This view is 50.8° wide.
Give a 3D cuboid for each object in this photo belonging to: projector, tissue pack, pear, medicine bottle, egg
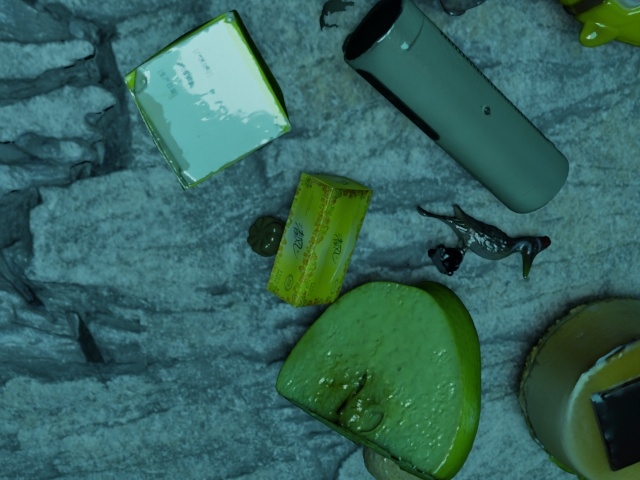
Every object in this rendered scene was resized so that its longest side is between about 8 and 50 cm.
[{"bbox_3d":[0.183,-0.168,0.870,0.337,0.108,0.108,36,101,-25],"label":"projector"},{"bbox_3d":[0.000,0.000,0.930,0.095,0.062,0.176,0,114,-51],"label":"tissue pack"},{"bbox_3d":[0.110,0.181,0.959,0.292,0.292,0.159,-41,148,7],"label":"pear"},{"bbox_3d":[-0.125,-0.178,0.788,0.141,0.250,0.137,-30,110,6],"label":"medicine bottle"},{"bbox_3d":[0.134,0.331,1.049,0.140,0.116,0.118,-2,136,18],"label":"egg"}]

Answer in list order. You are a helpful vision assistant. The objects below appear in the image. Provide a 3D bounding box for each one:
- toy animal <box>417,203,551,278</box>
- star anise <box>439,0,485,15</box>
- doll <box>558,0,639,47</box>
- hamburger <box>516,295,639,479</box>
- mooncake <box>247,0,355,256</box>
[{"bbox_3d":[0.238,0.002,0.980,0.202,0.070,0.105,3,88,-3],"label":"toy animal"},{"bbox_3d":[0.100,-0.352,0.796,0.258,0.198,0.110,4,129,-21],"label":"star anise"},{"bbox_3d":[0.396,-0.322,0.854,0.363,0.145,0.199,20,92,-17],"label":"doll"},{"bbox_3d":[0.446,0.229,1.021,0.302,0.170,0.302,-2,103,-7],"label":"hamburger"},{"bbox_3d":[-0.020,-0.141,0.910,0.150,0.057,0.346,10,97,35],"label":"mooncake"}]
